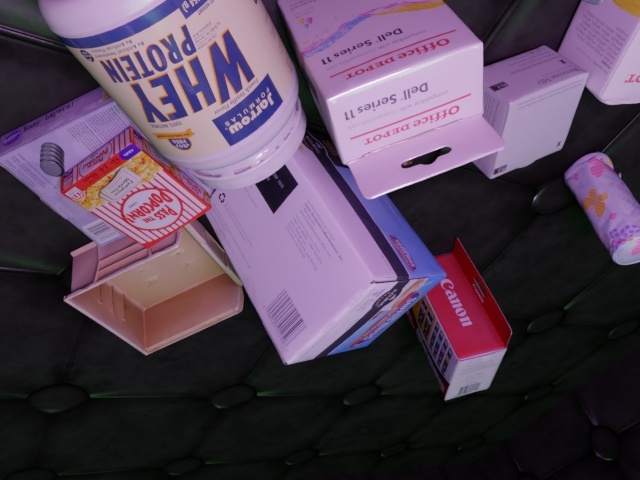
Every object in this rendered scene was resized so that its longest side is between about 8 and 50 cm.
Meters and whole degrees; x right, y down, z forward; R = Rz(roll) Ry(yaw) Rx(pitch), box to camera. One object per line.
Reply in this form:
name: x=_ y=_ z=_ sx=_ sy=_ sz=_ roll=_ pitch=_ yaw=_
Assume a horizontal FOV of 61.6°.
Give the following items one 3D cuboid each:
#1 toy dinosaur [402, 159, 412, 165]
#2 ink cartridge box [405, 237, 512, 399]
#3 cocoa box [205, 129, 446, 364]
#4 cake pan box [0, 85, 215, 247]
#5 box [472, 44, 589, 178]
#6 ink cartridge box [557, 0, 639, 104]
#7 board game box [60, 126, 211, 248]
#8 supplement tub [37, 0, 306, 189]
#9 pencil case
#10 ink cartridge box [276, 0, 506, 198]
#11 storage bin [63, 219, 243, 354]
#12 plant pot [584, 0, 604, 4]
toy dinosaur: x=0.207 y=-0.245 z=1.029 sx=0.211 sy=0.064 sz=0.112 roll=-50 pitch=145 yaw=14
ink cartridge box: x=0.330 y=0.193 z=1.362 sx=0.130 sy=0.309 sz=0.271 roll=-12 pitch=139 yaw=-10
cocoa box: x=0.000 y=0.000 z=0.947 sx=0.228 sy=0.347 sz=0.231 roll=2 pitch=138 yaw=-50
cake pan box: x=-0.347 y=-0.121 z=0.916 sx=0.246 sy=0.070 sz=0.266 roll=-24 pitch=140 yaw=8
box: x=0.372 y=-0.241 z=1.014 sx=0.181 sy=0.119 sz=0.181 roll=-23 pitch=142 yaw=-15
ink cartridge box: x=0.615 y=-0.438 z=0.884 sx=0.280 sy=0.160 sz=0.384 roll=-7 pitch=138 yaw=-16
board game box: x=-0.300 y=-0.080 z=0.894 sx=0.147 sy=0.045 sz=0.193 roll=-31 pitch=140 yaw=13
supplement tub: x=-0.171 y=-0.243 z=0.718 sx=0.236 sy=0.235 sz=0.324 roll=-26 pitch=140 yaw=7
pencil case: x=0.671 y=-0.076 z=1.236 sx=0.124 sy=0.273 sz=0.113 roll=11 pitch=137 yaw=-25
ink cartridge box: x=0.085 y=-0.239 z=0.737 sx=0.207 sy=0.353 sz=0.119 roll=-21 pitch=140 yaw=0
storage bin: x=-0.327 y=0.086 z=1.113 sx=0.261 sy=0.123 sz=0.262 roll=-25 pitch=140 yaw=6
plant pot: x=0.369 y=-0.499 z=0.662 sx=0.252 sy=0.247 sz=0.247 roll=-30 pitch=140 yaw=-5
